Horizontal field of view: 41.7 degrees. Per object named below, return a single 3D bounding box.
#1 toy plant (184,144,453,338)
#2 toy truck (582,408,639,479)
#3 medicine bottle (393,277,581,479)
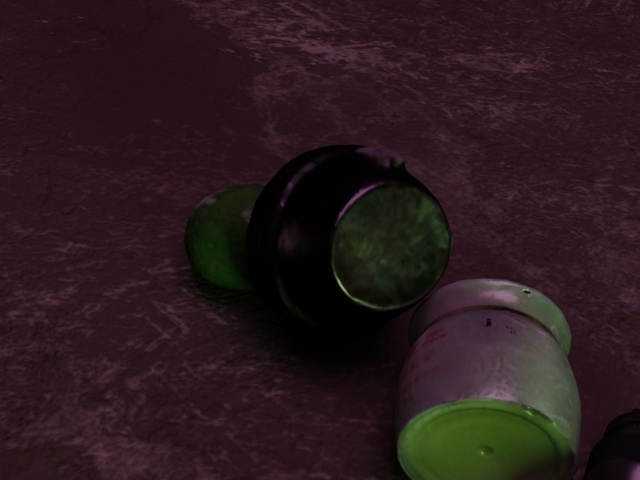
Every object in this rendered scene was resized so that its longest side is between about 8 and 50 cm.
[{"bbox_3d":[0.000,0.000,0.781,0.218,0.175,0.235,-1,2,-26],"label":"toy plant"},{"bbox_3d":[0.264,0.219,0.635,0.165,0.147,0.224,8,30,39],"label":"toy truck"},{"bbox_3d":[0.136,0.123,0.692,0.147,0.147,0.143,13,40,1],"label":"medicine bottle"}]
